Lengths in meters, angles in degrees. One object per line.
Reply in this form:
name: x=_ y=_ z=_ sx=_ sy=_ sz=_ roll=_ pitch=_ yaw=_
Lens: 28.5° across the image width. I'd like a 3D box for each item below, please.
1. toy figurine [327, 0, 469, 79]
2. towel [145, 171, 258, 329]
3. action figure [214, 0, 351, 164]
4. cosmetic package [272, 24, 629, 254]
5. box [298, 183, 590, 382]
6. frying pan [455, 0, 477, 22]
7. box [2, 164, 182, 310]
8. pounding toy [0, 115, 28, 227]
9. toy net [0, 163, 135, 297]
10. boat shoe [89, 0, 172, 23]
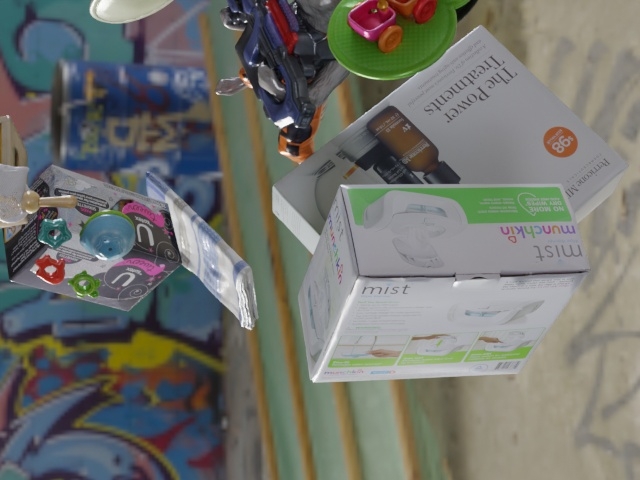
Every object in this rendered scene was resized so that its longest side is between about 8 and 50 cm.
toy figurine: x=0.074 y=-0.264 z=1.191 sx=0.130 sy=0.173 sz=0.159 roll=43 pitch=165 yaw=29
towel: x=-0.215 y=0.021 z=2.260 sx=0.285 sy=0.034 sz=0.209 roll=43 pitch=158 yaw=23
action figure: x=-0.041 y=-0.263 z=1.643 sx=0.330 sy=0.178 sz=0.341 roll=122 pitch=132 yaw=-58
cosmetic package: x=0.168 y=-0.068 z=1.653 sx=0.284 sy=0.377 sz=0.097 roll=47 pitch=164 yaw=13
box: x=0.128 y=0.051 z=1.403 sx=0.231 sy=0.262 sz=0.127 roll=109 pitch=156 yaw=-53
frying pan: x=0.052 y=-0.320 z=1.466 sx=0.326 sy=0.053 sz=0.197 roll=-12 pitch=102 yaw=32
box: x=-0.383 y=0.001 z=2.116 sx=0.163 sy=0.247 sz=0.142 roll=-39 pitch=52 yaw=30
pounding toy: x=-0.510 y=-0.103 z=1.705 sx=0.094 sy=0.206 sz=0.181 roll=79 pitch=-179 yaw=-56
toy net: x=-0.350 y=-0.023 z=1.592 sx=0.122 sy=0.232 sz=0.045 roll=-46 pitch=29 yaw=17
boat shoe: x=-0.268 y=-0.467 z=1.990 sx=0.340 sy=0.127 sz=0.113 roll=-38 pitch=56 yaw=50
